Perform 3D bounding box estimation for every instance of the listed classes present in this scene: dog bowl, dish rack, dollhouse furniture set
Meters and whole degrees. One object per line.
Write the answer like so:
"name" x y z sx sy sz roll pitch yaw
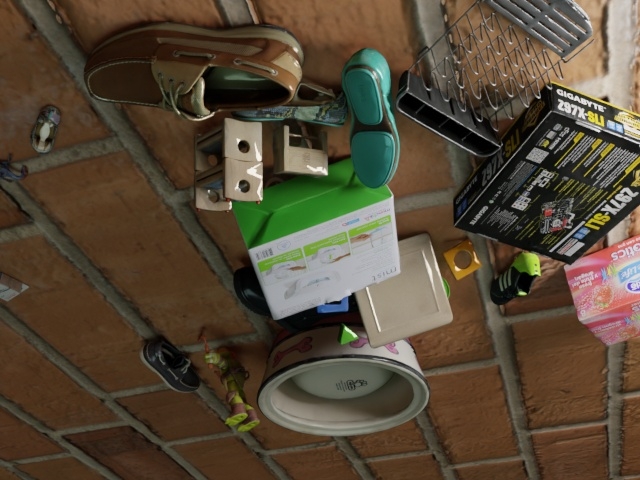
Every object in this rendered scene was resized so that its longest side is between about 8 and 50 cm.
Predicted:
"dog bowl" 0.052 0.320 1.806 0.407 0.150 0.408 -1 141 -1
"dish rack" 0.264 -0.261 1.128 0.208 0.074 0.271 23 136 -29
"dollhouse furniture set" -0.099 -0.114 1.238 0.183 0.129 0.129 3 173 -31

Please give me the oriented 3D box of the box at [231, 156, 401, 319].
"box" 0.000 0.000 1.355 0.261 0.127 0.231 -21 143 -4

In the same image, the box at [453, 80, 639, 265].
"box" 0.416 -0.101 1.306 0.257 0.079 0.322 16 142 -13

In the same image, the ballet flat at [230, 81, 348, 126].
"ballet flat" -0.048 -0.221 1.188 0.188 0.070 0.070 2 142 -8

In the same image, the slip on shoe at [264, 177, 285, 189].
"slip on shoe" -0.064 -0.075 1.378 0.051 0.041 0.135 -32 138 10

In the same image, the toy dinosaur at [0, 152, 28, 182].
"toy dinosaur" -0.555 -0.130 1.310 0.090 0.047 0.082 13 165 38

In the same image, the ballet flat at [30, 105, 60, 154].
"ballet flat" -0.458 -0.172 1.241 0.041 0.041 0.114 15 139 -21

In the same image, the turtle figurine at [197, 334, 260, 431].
"turtle figurine" -0.208 0.343 1.805 0.087 0.217 0.270 -20 148 -6

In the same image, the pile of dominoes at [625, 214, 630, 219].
"pile of dominoes" 0.471 -0.125 1.361 0.251 0.040 0.196 8 142 1

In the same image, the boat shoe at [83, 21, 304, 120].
"boat shoe" -0.185 -0.240 1.098 0.323 0.120 0.123 -5 142 4

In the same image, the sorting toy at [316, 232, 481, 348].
"sorting toy" 0.158 0.099 1.511 0.347 0.196 0.047 -17 -173 -9

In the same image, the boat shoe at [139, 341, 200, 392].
"boat shoe" -0.351 0.310 1.838 0.064 0.075 0.206 -19 134 26

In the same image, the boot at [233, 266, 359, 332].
"boot" -0.032 0.098 1.561 0.207 0.094 0.246 -24 138 25

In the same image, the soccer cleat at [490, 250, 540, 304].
"soccer cleat" 0.409 0.096 1.592 0.060 0.072 0.179 8 141 -12

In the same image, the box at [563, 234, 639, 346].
"box" 0.676 0.084 1.531 0.299 0.142 0.154 -26 137 28

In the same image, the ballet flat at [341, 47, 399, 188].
"ballet flat" 0.087 -0.195 1.188 0.083 0.087 0.247 8 138 19

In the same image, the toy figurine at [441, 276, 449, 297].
"toy figurine" 0.172 0.141 1.638 0.173 0.130 0.159 -16 166 -25

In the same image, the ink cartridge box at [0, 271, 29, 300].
"ink cartridge box" -0.666 0.099 1.590 0.048 0.028 0.083 -27 136 29
